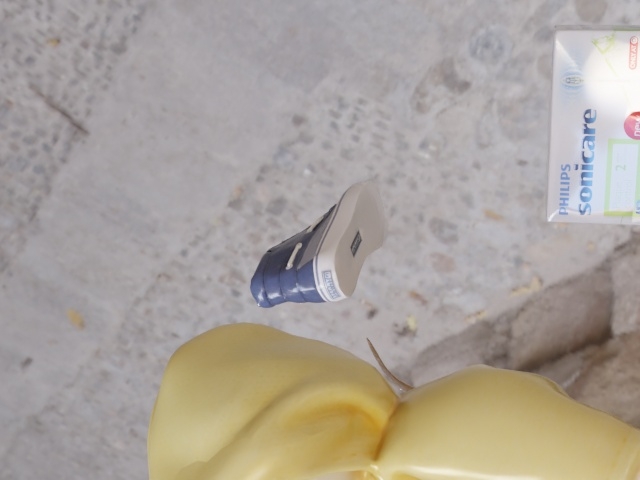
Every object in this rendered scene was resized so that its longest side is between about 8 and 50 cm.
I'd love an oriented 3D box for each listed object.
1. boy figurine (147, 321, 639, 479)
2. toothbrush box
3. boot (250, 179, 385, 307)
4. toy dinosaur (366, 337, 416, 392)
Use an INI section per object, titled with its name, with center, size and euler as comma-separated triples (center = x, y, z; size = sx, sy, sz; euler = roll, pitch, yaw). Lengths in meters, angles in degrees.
[boy figurine]
center = 0.073, 0.108, 0.387
size = 0.285, 0.092, 0.177
euler = 24, 147, -7
[toothbrush box]
center = 0.389, -0.125, 1.129
size = 0.283, 0.122, 0.206
euler = 3, 104, 12
[boot]
center = 0.000, 0.000, 0.980
size = 0.086, 0.190, 0.069
euler = -10, 110, 22
[toy dinosaur]
center = 0.145, 0.177, 1.101
size = 0.211, 0.112, 0.064
euler = 12, 122, -16
